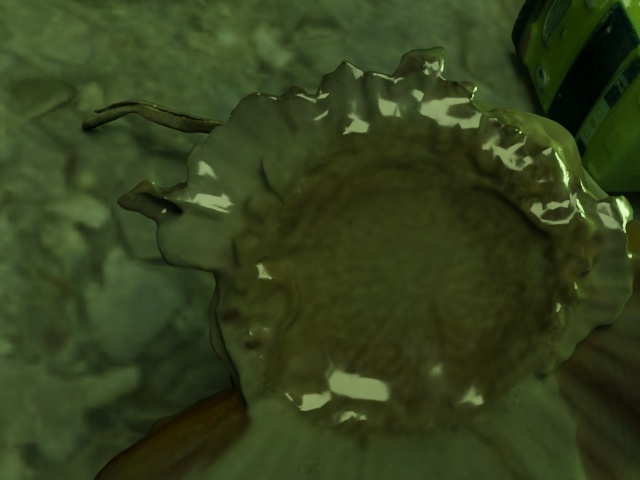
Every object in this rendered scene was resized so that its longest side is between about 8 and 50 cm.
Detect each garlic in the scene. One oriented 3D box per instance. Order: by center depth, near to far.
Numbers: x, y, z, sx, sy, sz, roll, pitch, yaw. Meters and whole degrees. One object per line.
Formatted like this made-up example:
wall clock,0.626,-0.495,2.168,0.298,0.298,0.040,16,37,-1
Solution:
garlic,0.000,0.000,0.597,0.207,0.207,0.257,-28,63,-30

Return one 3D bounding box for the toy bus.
toy bus,0.174,-0.072,0.760,0.175,0.088,0.101,-2,61,-20
